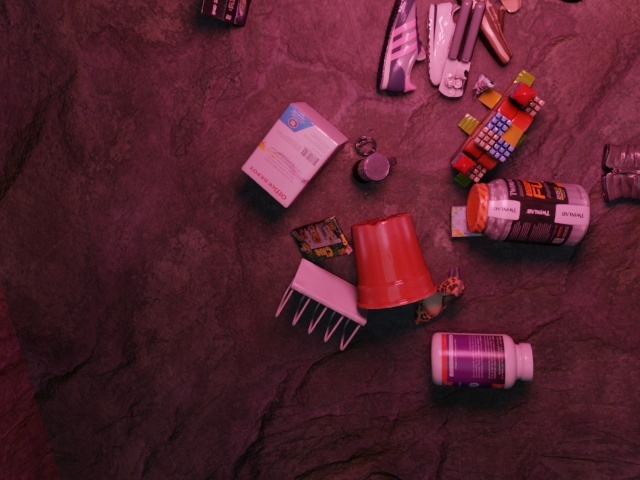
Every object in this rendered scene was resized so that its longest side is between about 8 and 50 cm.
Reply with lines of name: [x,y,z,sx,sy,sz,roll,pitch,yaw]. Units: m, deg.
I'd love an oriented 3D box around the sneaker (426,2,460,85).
sneaker: [0.369,-0.589,1.519,0.095,0.090,0.235,0,108,3]

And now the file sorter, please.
file sorter: [0.007,0.232,1.779,0.278,0.193,0.173,28,116,-4]

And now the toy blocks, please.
toy blocks: [0.512,-0.311,1.470,0.191,0.261,0.381,37,111,1]

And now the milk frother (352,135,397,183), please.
milk frother: [0.160,-0.268,1.634,0.129,0.135,0.143,-38,99,-10]

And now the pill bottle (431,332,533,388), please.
pill bottle: [0.544,0.409,1.722,0.323,0.181,0.181,-1,106,14]

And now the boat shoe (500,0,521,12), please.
boat shoe: [0.520,-0.720,1.429,0.063,0.059,0.170,-12,126,39]

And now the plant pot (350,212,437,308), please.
plant pot: [0.225,0.058,1.666,0.272,0.272,0.265,-12,95,17]

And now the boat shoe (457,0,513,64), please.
boat shoe: [0.499,-0.642,1.465,0.095,0.095,0.257,-33,96,14]

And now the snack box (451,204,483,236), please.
snack box: [0.505,-0.066,1.664,0.141,0.037,0.100,-1,105,13]

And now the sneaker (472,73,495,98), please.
sneaker: [0.487,-0.458,1.523,0.038,0.098,0.069,30,116,-12]

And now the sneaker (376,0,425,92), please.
sneaker: [0.265,-0.612,1.536,0.131,0.112,0.319,9,112,-7]

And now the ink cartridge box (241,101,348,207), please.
ink cartridge box: [-0.081,-0.284,1.655,0.198,0.197,0.270,41,111,-2]

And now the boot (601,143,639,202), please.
boot: [0.965,-0.137,1.506,0.223,0.118,0.338,-10,93,19]

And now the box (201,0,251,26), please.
box: [-0.283,-0.760,1.569,0.078,0.180,0.147,21,110,7]

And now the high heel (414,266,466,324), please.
high heel: [0.389,0.215,1.697,0.093,0.186,0.261,34,111,1]

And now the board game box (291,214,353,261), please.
board game box: [0.000,0.000,1.730,0.260,0.030,0.136,-15,107,57]

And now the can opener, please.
can opener: [0.414,-0.556,1.476,0.074,0.093,0.280,19,131,17]

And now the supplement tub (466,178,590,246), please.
supplement tub: [0.617,-0.086,1.525,0.316,0.193,0.193,4,108,1]
